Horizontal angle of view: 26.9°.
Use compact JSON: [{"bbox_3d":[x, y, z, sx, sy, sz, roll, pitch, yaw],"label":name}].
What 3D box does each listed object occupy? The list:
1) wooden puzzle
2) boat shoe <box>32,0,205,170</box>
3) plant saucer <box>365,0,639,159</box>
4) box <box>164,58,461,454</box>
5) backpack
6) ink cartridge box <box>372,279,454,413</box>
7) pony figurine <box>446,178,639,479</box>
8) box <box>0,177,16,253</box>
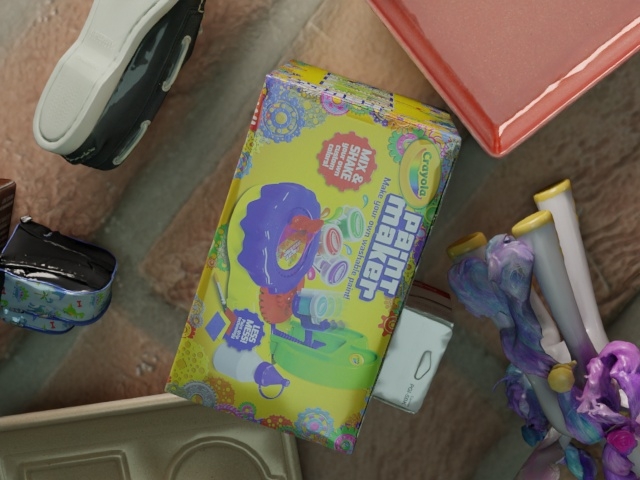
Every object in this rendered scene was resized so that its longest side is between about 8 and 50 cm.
[{"bbox_3d":[-0.166,0.319,1.421,0.322,0.080,0.348,-8,104,5],"label":"wooden puzzle"},{"bbox_3d":[-0.171,-0.207,1.317,0.302,0.091,0.114,-53,50,11],"label":"boat shoe"},{"bbox_3d":[0.192,-0.257,1.308,0.258,0.048,0.259,-39,95,9],"label":"plant saucer"},{"bbox_3d":[0.000,0.000,1.247,0.177,0.279,0.290,19,100,-1],"label":"box"},{"bbox_3d":[-0.268,0.043,1.361,0.114,0.105,0.084,15,123,0],"label":"backpack"},{"bbox_3d":[0.089,0.101,1.333,0.056,0.135,0.099,22,100,0],"label":"ink cartridge box"},{"bbox_3d":[0.248,0.146,1.238,0.302,0.351,0.363,-25,94,18],"label":"pony figurine"},{"bbox_3d":[-0.442,0.110,1.364,0.191,0.143,0.381,12,99,0],"label":"box"}]
